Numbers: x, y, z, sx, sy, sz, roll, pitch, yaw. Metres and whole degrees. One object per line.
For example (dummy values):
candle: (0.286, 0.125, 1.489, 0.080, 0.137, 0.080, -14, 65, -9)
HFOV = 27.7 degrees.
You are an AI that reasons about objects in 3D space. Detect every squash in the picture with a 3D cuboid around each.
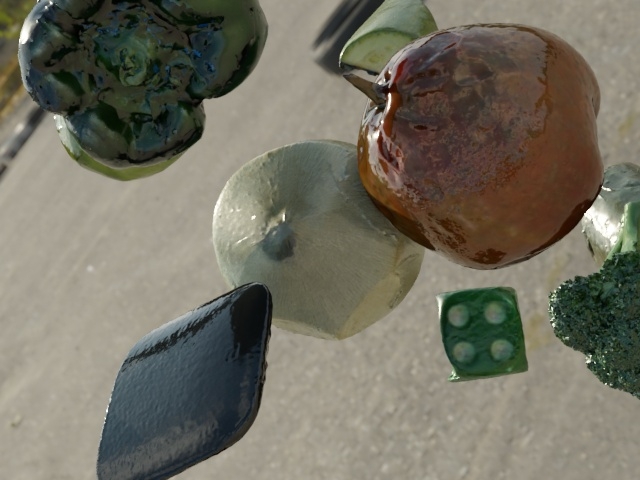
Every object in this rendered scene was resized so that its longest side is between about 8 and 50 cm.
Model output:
squash: (0.144, -0.325, 2.006, 0.252, 0.169, 0.093, -56, -18, -58)

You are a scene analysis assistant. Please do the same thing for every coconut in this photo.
coconut: (0.000, 0.000, 1.559, 0.245, 0.245, 0.247, -48, -9, 15)

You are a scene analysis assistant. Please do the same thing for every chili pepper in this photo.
chili pepper: (-0.188, -0.222, 1.379, 0.248, 0.233, 0.257, -41, 17, 10)

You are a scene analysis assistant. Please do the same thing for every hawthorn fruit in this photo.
hawthorn fruit: (0.150, -0.112, 1.414, 0.277, 0.298, 0.277, -53, 25, 37)

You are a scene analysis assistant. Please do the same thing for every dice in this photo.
dice: (0.231, 0.133, 1.856, 0.131, 0.120, 0.128, 47, -144, -80)

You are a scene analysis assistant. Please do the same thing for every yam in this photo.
yam: (0.479, 0.011, 1.809, 0.168, 0.168, 0.304, -50, 26, 7)

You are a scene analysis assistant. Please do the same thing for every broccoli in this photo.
broccoli: (0.403, 0.075, 1.520, 0.261, 0.269, 0.242, 101, 163, -73)

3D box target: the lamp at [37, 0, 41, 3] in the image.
lamp: (-0.460, -0.453, 1.956, 0.124, 0.283, 0.203, -52, -2, -21)

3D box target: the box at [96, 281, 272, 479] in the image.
box: (-0.131, 0.148, 1.297, 0.201, 0.042, 0.212, -25, 38, 24)

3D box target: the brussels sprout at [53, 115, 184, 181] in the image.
brussels sprout: (-0.271, -0.188, 1.848, 0.223, 0.223, 0.161, -50, 12, 7)
